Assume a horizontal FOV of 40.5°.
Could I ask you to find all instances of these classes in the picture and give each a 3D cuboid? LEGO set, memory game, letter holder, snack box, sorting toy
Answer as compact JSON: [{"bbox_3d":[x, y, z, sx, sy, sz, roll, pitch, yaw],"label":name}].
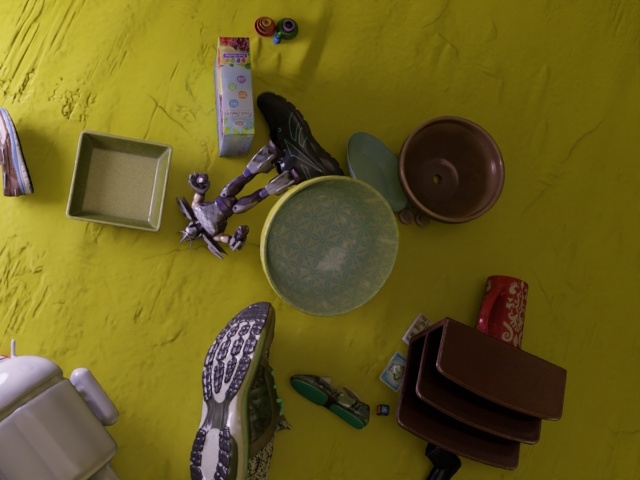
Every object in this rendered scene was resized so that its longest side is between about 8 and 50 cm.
[{"bbox_3d":[0.217,0.307,1.868,0.182,0.060,0.244,39,62,-4],"label":"LEGO set"},{"bbox_3d":[0.215,-0.122,1.950,0.186,0.012,0.186,2,80,-12],"label":"memory game"},{"bbox_3d":[0.329,0.326,1.780,0.302,0.152,0.214,24,59,-15],"label":"letter holder"},{"bbox_3d":[-0.181,-0.293,1.804,0.070,0.174,0.207,-1,81,-10],"label":"snack box"},{"bbox_3d":[-0.095,-0.472,1.924,0.102,0.042,0.061,-4,81,-14],"label":"sorting toy"}]

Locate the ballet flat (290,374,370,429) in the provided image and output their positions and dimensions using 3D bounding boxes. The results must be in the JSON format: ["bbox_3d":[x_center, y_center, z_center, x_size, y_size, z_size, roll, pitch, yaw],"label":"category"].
[{"bbox_3d":[0.023,0.321,1.810,0.188,0.070,0.070,36,74,-7],"label":"ballet flat"}]

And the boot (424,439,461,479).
[{"bbox_3d":[0.243,0.469,1.814,0.121,0.045,0.099,-44,127,-22],"label":"boot"}]

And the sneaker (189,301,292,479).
[{"bbox_3d":[-0.137,0.330,1.752,0.182,0.158,0.410,24,71,-40],"label":"sneaker"}]

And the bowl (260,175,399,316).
[{"bbox_3d":[0.000,0.000,1.789,0.290,0.156,0.289,-4,102,-19],"label":"bowl"}]

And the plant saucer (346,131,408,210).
[{"bbox_3d":[0.114,-0.142,1.871,0.195,0.037,0.194,29,45,-34],"label":"plant saucer"}]

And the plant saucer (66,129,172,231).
[{"bbox_3d":[-0.412,-0.118,1.787,0.189,0.045,0.188,9,78,-12],"label":"plant saucer"}]

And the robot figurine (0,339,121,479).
[{"bbox_3d":[-0.517,0.360,1.597,0.300,0.200,0.353,-36,89,-43],"label":"robot figurine"}]

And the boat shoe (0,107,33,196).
[{"bbox_3d":[-0.631,-0.175,1.735,0.066,0.066,0.183,-16,84,-14],"label":"boat shoe"}]

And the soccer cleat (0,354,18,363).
[{"bbox_3d":[-0.626,0.235,1.684,0.083,0.029,0.035,16,73,-15],"label":"soccer cleat"}]

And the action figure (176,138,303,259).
[{"bbox_3d":[-0.181,-0.084,1.784,0.285,0.099,0.185,-37,94,4],"label":"action figure"}]

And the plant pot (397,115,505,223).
[{"bbox_3d":[0.274,-0.145,1.905,0.238,0.110,0.237,2,79,-12],"label":"plant pot"}]

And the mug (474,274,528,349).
[{"bbox_3d":[0.395,0.164,1.877,0.113,0.150,0.169,13,73,6],"label":"mug"}]

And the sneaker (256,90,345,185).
[{"bbox_3d":[-0.060,-0.199,1.855,0.106,0.101,0.267,-38,90,-14],"label":"sneaker"}]
